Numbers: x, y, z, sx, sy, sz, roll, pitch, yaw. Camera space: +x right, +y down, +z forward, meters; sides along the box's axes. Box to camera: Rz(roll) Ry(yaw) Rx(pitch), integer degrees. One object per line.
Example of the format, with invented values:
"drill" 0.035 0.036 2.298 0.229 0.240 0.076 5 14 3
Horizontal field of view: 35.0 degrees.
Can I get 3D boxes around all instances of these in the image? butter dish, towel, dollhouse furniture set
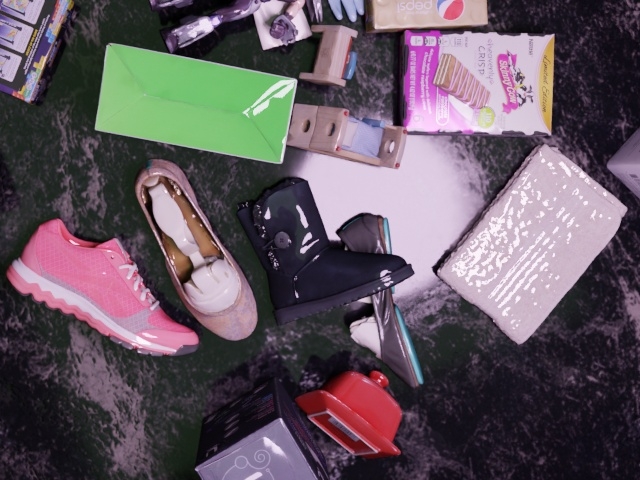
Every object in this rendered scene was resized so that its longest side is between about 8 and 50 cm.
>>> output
"butter dish" 0.063 0.256 1.583 0.160 0.160 0.118 40 68 -6
"towel" 0.337 0.002 1.615 0.187 0.049 0.282 40 92 -5
"dollhouse furniture set" 0.053 -0.214 1.512 0.129 0.129 0.184 11 94 -38

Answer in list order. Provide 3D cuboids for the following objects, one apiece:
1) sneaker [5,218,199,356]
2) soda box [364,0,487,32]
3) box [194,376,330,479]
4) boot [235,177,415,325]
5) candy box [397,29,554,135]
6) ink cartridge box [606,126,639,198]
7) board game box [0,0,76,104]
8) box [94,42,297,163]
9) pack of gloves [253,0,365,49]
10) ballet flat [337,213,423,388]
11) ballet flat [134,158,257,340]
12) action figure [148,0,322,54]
"sneaker" -0.314 0.071 1.543 0.313 0.116 0.136 27 91 -5
"soda box" 0.161 -0.355 1.558 0.181 0.058 0.061 -5 96 -11
"box" -0.082 0.330 1.500 0.143 0.270 0.165 -30 95 -1
"boot" 0.000 0.000 1.524 0.246 0.094 0.207 -20 88 28
"candy box" 0.240 -0.242 1.576 0.233 0.071 0.159 0 94 -4
"ink cartridge box" 0.581 -0.083 1.502 0.211 0.289 0.121 43 91 -6
"board game box" -0.470 -0.311 1.535 0.141 0.048 0.170 24 93 -3
"box" -0.173 -0.198 1.471 0.262 0.231 0.127 10 95 -5
"pack of gloves" -0.030 -0.435 1.566 0.195 0.046 0.232 -17 105 -4
"ballet flat" 0.087 0.100 1.590 0.096 0.095 0.280 -13 85 7
"ballet flat" -0.197 0.023 1.550 0.107 0.106 0.316 -31 96 -1
"action figure" -0.108 -0.367 1.500 0.285 0.099 0.185 -22 98 -5
